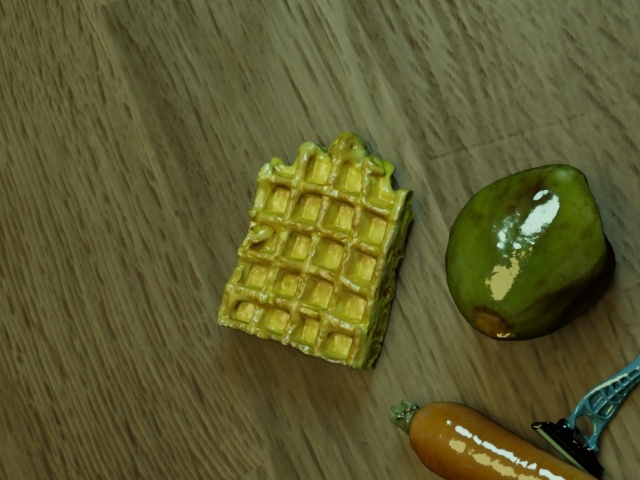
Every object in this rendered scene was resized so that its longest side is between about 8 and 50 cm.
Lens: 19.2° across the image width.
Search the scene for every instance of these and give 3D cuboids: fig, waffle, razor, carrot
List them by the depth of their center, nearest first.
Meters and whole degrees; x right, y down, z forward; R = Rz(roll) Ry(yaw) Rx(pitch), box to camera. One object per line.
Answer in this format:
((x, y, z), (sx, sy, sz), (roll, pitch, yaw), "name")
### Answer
((0.296, 0.097, 1.625), (0.082, 0.042, 0.253), (40, 106, -20), "razor")
((0.177, 0.018, 1.631), (0.154, 0.165, 0.144), (-12, 116, 53), "fig")
((0.198, 0.213, 1.640), (0.336, 0.069, 0.069), (24, 95, 30), "carrot")
((0.000, 0.000, 1.772), (0.160, 0.055, 0.211), (15, 92, 26), "waffle")
